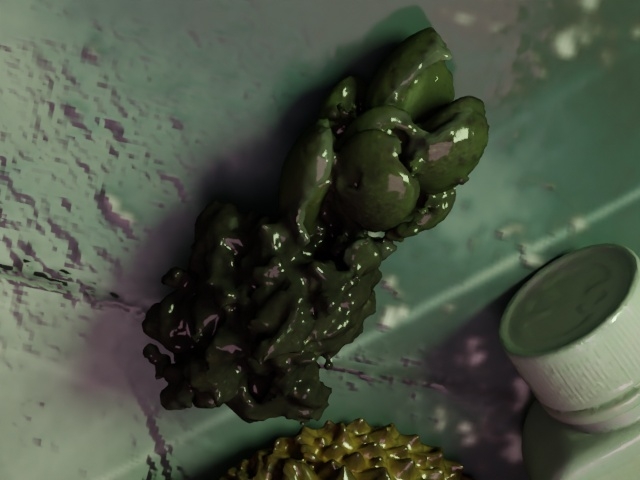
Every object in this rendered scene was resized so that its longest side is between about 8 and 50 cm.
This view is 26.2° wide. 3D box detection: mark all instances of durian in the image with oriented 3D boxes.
[{"bbox_3d":[0.002,0.154,0.571,0.188,0.091,0.148,29,107,-15],"label":"durian"}]

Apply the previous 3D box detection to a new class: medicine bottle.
[{"bbox_3d":[0.149,0.088,0.571,0.119,0.069,0.183,-34,112,11],"label":"medicine bottle"}]

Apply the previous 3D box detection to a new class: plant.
[{"bbox_3d":[0.000,0.000,0.514,0.085,0.087,0.174,40,101,5],"label":"plant"}]
